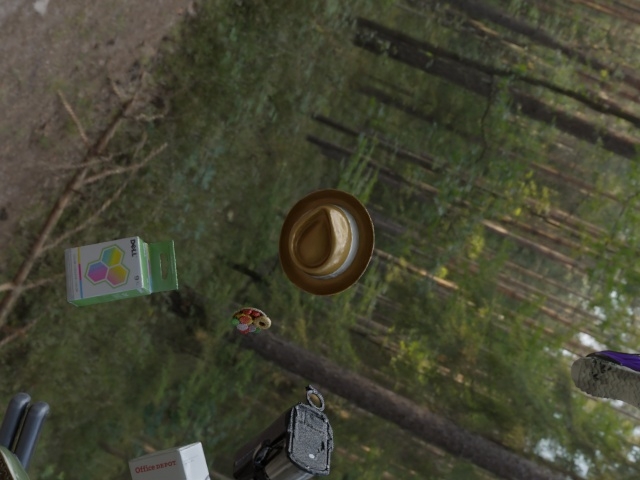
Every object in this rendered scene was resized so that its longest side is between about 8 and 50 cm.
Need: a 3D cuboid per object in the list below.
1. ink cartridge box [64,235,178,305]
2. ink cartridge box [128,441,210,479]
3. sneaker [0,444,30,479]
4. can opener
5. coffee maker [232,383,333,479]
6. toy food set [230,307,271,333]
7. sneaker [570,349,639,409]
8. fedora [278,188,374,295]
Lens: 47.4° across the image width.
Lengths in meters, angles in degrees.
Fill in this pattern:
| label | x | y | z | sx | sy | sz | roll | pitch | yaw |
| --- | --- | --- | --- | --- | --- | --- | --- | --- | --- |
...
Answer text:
| label | x | y | z | sx | sy | sz | roll | pitch | yaw |
| --- | --- | --- | --- | --- | --- | --- | --- | --- | --- |
| ink cartridge box | -0.401 | 0.058 | 1.468 | 0.062 | 0.209 | 0.109 | 79 | 1 | -73 |
| ink cartridge box | -0.320 | 0.565 | 1.610 | 0.087 | 0.153 | 0.208 | -1 | 74 | -64 |
| sneaker | -0.375 | 0.340 | 0.903 | 0.064 | 0.192 | 0.086 | -24 | 168 | -11 |
| can opener | -0.553 | 0.395 | 1.308 | 0.093 | 0.074 | 0.280 | -67 | 179 | -72 |
| coffee maker | -0.064 | 0.385 | 1.327 | 0.178 | 0.120 | 0.171 | -44 | -176 | 33 |
| toy food set | -0.161 | 0.183 | 1.662 | 0.082 | 0.083 | 0.020 | -29 | -142 | 26 |
| sneaker | 0.683 | 0.294 | 1.501 | 0.146 | 0.293 | 0.102 | -14 | 116 | -39 |
| fedora | 0.000 | 0.000 | 1.283 | 0.194 | 0.194 | 0.079 | -67 | 161 | 2 |
